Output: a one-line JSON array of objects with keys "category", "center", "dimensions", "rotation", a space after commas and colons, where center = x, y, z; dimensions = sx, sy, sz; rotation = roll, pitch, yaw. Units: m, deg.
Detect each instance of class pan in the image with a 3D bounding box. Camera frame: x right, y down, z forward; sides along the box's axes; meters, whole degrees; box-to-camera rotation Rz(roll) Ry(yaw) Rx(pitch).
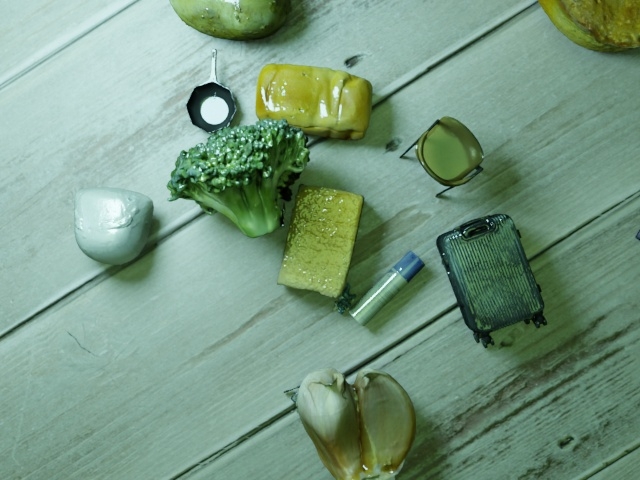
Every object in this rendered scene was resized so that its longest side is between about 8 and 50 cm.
[{"category": "pan", "center": [-0.268, -0.382, 1.392], "dimensions": [0.128, 0.048, 0.202], "rotation": [27, 92, -1]}]

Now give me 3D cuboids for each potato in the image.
[{"category": "potato", "center": [-0.226, -0.595, 1.320], "dimensions": [0.307, 0.210, 0.173], "rotation": [8, 132, 7]}]

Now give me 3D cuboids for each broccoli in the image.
[{"category": "broccoli", "center": [-0.193, -0.163, 1.265], "dimensions": [0.323, 0.334, 0.272], "rotation": [27, 126, 39]}]

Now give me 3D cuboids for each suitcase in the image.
[{"category": "suitcase", "center": [0.433, 0.096, 1.355], "dimensions": [0.202, 0.128, 0.313], "rotation": [-21, 91, 1]}]

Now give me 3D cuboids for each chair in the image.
[{"category": "chair", "center": [0.304, -0.206, 1.294], "dimensions": [0.172, 0.247, 0.159], "rotation": [-42, 91, 0]}]

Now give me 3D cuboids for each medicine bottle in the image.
[{"category": "medicine bottle", "center": [0.175, 0.127, 1.391], "dimensions": [0.231, 0.059, 0.059], "rotation": [-45, 90, 0]}]

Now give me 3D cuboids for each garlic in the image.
[{"category": "garlic", "center": [0.084, 0.451, 1.316], "dimensions": [0.285, 0.249, 0.314], "rotation": [-16, 88, 16]}]

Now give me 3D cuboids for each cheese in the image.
[{"category": "cheese", "center": [-0.532, -0.034, 1.344], "dimensions": [0.197, 0.154, 0.189], "rotation": [5, 73, 5]}]

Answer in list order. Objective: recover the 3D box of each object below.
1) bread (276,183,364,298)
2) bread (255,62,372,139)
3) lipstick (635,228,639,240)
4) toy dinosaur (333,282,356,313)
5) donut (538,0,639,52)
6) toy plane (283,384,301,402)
[{"category": "bread", "center": [0.000, 0.000, 1.367], "dimensions": [0.184, 0.114, 0.275], "rotation": [12, 90, 4]}, {"category": "bread", "center": [-0.015, -0.350, 1.352], "dimensions": [0.294, 0.132, 0.167], "rotation": [9, 84, 2]}, {"category": "lipstick", "center": [0.986, 0.052, 1.393], "dimensions": [0.312, 0.051, 0.051], "rotation": [31, 90, -2]}, {"category": "toy dinosaur", "center": [0.063, 0.156, 1.406], "dimensions": [0.047, 0.030, 0.083], "rotation": [30, 90, -2]}, {"category": "donut", "center": [0.735, -0.657, 1.332], "dimensions": [0.434, 0.163, 0.378], "rotation": [6, 92, -2]}, {"category": "toy plane", "center": [-0.036, 0.405, 1.411], "dimensions": [0.120, 0.031, 0.049], "rotation": [-20, 82, 3]}]
